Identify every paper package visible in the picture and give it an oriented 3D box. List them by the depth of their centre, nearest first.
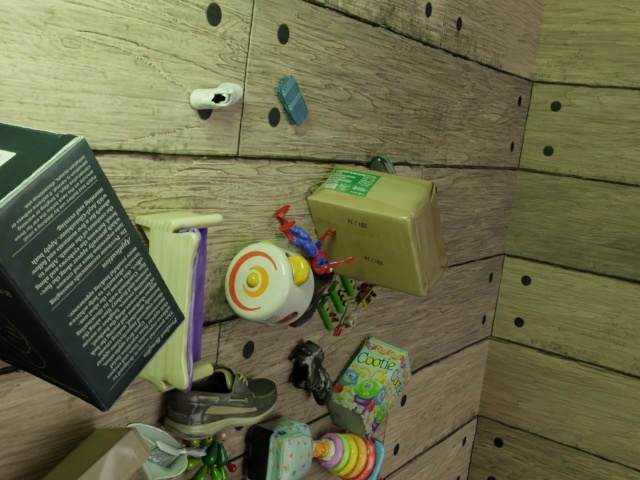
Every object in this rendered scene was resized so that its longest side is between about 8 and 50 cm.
[{"bbox_3d":[0.164,-0.031,2.030,0.168,0.324,0.310,-50,139,-35],"label":"paper package"}]

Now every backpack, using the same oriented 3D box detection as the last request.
[{"bbox_3d":[-0.100,0.576,2.012,0.188,0.144,0.166,-8,102,-59],"label":"backpack"}]

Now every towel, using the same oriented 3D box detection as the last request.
[{"bbox_3d":[-0.070,-0.349,1.832,0.067,0.029,0.119,-57,142,-28],"label":"towel"}]

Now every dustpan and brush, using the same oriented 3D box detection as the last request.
[{"bbox_3d":[-0.327,0.471,1.623,0.060,0.147,0.211,-41,147,1],"label":"dustpan and brush"}]

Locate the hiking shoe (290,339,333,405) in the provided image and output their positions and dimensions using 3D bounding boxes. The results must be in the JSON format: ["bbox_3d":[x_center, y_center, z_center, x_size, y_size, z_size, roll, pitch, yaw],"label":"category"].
[{"bbox_3d":[-0.037,0.400,2.118,0.114,0.086,0.227,-33,123,-31],"label":"hiking shoe"}]

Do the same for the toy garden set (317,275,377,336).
[{"bbox_3d":[0.097,0.184,2.259,0.244,0.049,0.204,-55,142,-30],"label":"toy garden set"}]

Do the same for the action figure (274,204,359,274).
[{"bbox_3d":[0.000,0.000,1.958,0.280,0.139,0.092,56,13,-50],"label":"action figure"}]

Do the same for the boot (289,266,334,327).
[{"bbox_3d":[-0.032,0.151,2.053,0.219,0.082,0.106,-49,166,-53],"label":"boot"}]

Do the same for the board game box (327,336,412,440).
[{"bbox_3d":[0.160,0.473,2.352,0.275,0.142,0.144,-48,141,-32],"label":"board game box"}]

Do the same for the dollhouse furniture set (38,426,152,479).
[{"bbox_3d":[-0.380,0.598,1.410,0.256,0.362,0.394,-41,108,-42],"label":"dollhouse furniture set"}]

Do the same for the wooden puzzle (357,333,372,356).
[{"bbox_3d":[0.145,0.374,2.435,0.116,0.014,0.079,-56,146,-29],"label":"wooden puzzle"}]

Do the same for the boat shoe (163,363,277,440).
[{"bbox_3d":[-0.220,0.374,1.762,0.355,0.132,0.130,-7,107,-57],"label":"boat shoe"}]

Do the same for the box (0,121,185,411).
[{"bbox_3d":[-0.444,0.035,1.147,0.212,0.293,0.396,-52,140,-33],"label":"box"}]

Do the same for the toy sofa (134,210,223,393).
[{"bbox_3d":[-0.284,0.124,1.534,0.150,0.177,0.363,-10,109,-55],"label":"toy sofa"}]

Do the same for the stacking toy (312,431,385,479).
[{"bbox_3d":[0.045,0.663,2.286,0.301,0.175,0.166,28,79,-43],"label":"stacking toy"}]

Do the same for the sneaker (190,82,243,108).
[{"bbox_3d":[-0.213,-0.311,1.598,0.152,0.061,0.054,-30,123,-51],"label":"sneaker"}]

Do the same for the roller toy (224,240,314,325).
[{"bbox_3d":[-0.124,0.106,1.753,0.146,0.209,0.191,22,91,-57],"label":"roller toy"}]

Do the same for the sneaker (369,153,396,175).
[{"bbox_3d":[0.172,-0.142,2.224,0.130,0.087,0.228,-44,140,-50],"label":"sneaker"}]

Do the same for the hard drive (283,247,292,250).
[{"bbox_3d":[-0.122,0.084,1.911,0.094,0.022,0.135,12,91,-58],"label":"hard drive"}]

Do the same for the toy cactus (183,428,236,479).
[{"bbox_3d":[-0.258,0.510,1.796,0.219,0.112,0.181,56,44,-37],"label":"toy cactus"}]
